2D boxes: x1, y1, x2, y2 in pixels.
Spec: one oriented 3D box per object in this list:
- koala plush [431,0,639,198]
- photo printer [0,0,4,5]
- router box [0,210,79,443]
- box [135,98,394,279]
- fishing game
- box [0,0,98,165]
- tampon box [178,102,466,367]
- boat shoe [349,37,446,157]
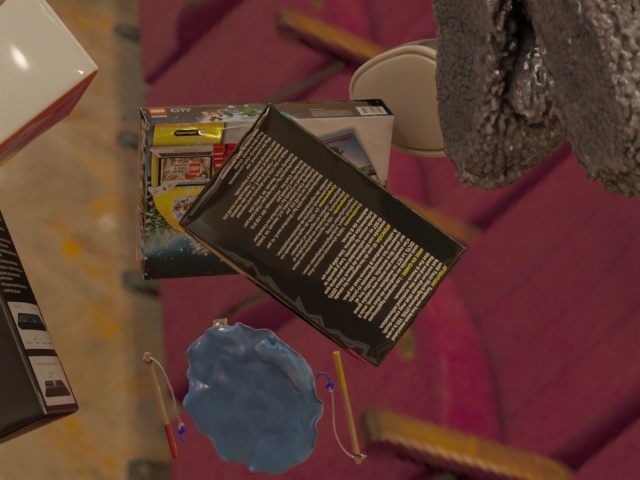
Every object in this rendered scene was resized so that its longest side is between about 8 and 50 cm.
[{"bbox_3d":[0.189,-0.137,0.804,0.221,0.203,0.196,-11,9,-24],"label":"koala plush"},{"bbox_3d":[-0.215,-0.296,0.938,0.107,0.256,0.307,9,75,-25],"label":"photo printer"},{"bbox_3d":[-0.338,0.053,0.967,0.081,0.309,0.243,37,31,-83],"label":"router box"},{"bbox_3d":[-0.054,-0.048,1.472,0.233,0.159,0.044,-3,29,-16],"label":"box"},{"bbox_3d":[-0.077,0.175,1.787,0.041,0.264,0.189,-37,115,-56],"label":"fishing game"},{"bbox_3d":[-0.397,-0.096,1.425,0.168,0.345,0.215,51,-16,-5],"label":"box"},{"bbox_3d":[0.000,0.000,1.065,0.161,0.101,0.120,37,-3,1],"label":"tampon box"},{"bbox_3d":[0.167,-0.144,1.453,0.095,0.335,0.112,-17,97,-40],"label":"boat shoe"}]
